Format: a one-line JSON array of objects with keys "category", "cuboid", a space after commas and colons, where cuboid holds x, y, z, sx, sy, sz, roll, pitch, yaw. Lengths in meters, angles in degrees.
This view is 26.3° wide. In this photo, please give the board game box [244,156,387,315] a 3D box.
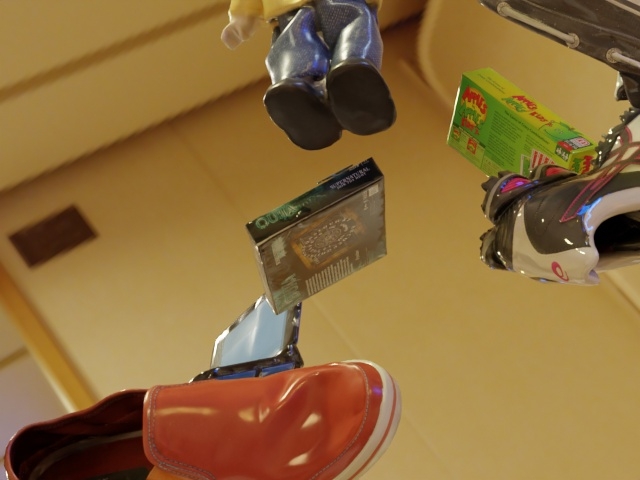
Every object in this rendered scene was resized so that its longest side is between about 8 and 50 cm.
[{"category": "board game box", "cuboid": [0.000, 0.000, 1.236, 0.126, 0.026, 0.186, -28, -21, -8]}]

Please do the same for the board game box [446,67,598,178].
[{"category": "board game box", "cuboid": [0.215, -0.103, 1.474, 0.043, 0.181, 0.092, -15, -49, -32]}]

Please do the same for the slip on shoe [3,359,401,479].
[{"category": "slip on shoe", "cuboid": [-0.097, 0.159, 1.065, 0.331, 0.123, 0.101, -14, -39, 15]}]

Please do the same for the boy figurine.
[{"category": "boy figurine", "cuboid": [-0.003, -0.212, 1.176, 0.177, 0.285, 0.092, -17, -42, 16]}]

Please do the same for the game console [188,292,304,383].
[{"category": "game console", "cuboid": [-0.160, 0.179, 2.032, 0.250, 0.173, 0.293, -7, -25, -39]}]

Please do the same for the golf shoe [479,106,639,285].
[{"category": "golf shoe", "cuboid": [0.254, -0.032, 1.085, 0.272, 0.120, 0.105, -27, -55, -26]}]

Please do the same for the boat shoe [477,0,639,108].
[{"category": "boat shoe", "cuboid": [0.260, -0.145, 1.035, 0.102, 0.301, 0.108, -62, 1, 27]}]
